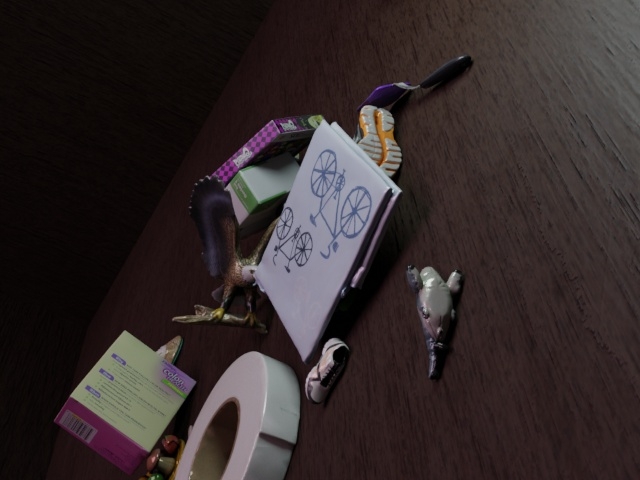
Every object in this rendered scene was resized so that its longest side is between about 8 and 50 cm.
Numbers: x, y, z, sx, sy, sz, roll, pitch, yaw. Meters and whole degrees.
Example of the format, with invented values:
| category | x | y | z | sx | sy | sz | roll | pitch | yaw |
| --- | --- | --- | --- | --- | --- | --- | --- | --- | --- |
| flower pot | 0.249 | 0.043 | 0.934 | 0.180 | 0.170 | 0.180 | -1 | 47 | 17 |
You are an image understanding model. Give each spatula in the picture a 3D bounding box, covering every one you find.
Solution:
| category | x | y | z | sx | sy | sz | roll | pitch | yaw |
| --- | --- | --- | --- | --- | --- | --- | --- | --- | --- |
| spatula | 0.168 | -0.275 | 1.545 | 0.296 | 0.084 | 0.030 | -11 | 92 | 60 |

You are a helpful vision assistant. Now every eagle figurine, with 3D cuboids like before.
| category | x | y | z | sx | sy | sz | roll | pitch | yaw |
| --- | --- | --- | --- | --- | --- | --- | --- | --- | --- |
| eagle figurine | -0.149 | 0.032 | 1.774 | 0.225 | 0.226 | 0.298 | 8 | 89 | 34 |

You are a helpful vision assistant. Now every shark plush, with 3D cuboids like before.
| category | x | y | z | sx | sy | sz | roll | pitch | yaw |
| --- | --- | --- | --- | --- | --- | --- | --- | --- | --- |
| shark plush | 0.153 | 0.102 | 1.142 | 0.067 | 0.073 | 0.161 | 108 | 154 | -56 |

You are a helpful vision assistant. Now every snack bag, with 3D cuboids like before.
| category | x | y | z | sx | sy | sz | roll | pitch | yaw |
| --- | --- | --- | --- | --- | --- | --- | --- | --- | --- |
| snack bag | 0.000 | 0.000 | 1.488 | 0.342 | 0.037 | 0.323 | -66 | 29 | 17 |

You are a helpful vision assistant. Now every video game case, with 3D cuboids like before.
| category | x | y | z | sx | sy | sz | roll | pitch | yaw |
| --- | --- | --- | --- | --- | --- | --- | --- | --- | --- |
| video game case | -0.117 | -0.196 | 1.978 | 0.232 | 0.042 | 0.210 | -38 | -10 | 31 |

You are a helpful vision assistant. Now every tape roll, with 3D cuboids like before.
| category | x | y | z | sx | sy | sz | roll | pitch | yaw |
| --- | --- | --- | --- | --- | --- | --- | --- | --- | --- |
| tape roll | -0.159 | 0.386 | 1.550 | 0.392 | 0.072 | 0.392 | -54 | 21 | 31 |

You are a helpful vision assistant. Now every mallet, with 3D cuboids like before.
| category | x | y | z | sx | sy | sz | roll | pitch | yaw |
| --- | --- | --- | --- | --- | --- | --- | --- | --- | --- |
| mallet | -0.087 | 0.001 | 1.914 | 0.062 | 0.039 | 0.189 | 137 | 149 | -58 |

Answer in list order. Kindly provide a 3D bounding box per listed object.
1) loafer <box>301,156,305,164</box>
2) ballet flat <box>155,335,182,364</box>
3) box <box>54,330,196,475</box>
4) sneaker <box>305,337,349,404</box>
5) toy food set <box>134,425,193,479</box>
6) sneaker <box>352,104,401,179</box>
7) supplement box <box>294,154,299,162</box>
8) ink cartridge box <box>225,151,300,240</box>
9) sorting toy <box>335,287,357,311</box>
| category | x | y | z | sx | sy | sz | roll | pitch | yaw |
| --- | --- | --- | --- | --- | --- | --- | --- | --- | --- |
| loafer | 0.010 | -0.064 | 1.626 | 0.109 | 0.095 | 0.302 | -56 | 20 | 26 |
| ballet flat | -0.433 | 0.342 | 2.359 | 0.073 | 0.067 | 0.206 | -31 | 38 | 60 |
| box | -0.443 | 0.369 | 2.020 | 0.117 | 0.213 | 0.243 | -51 | 5 | 38 |
| sneaker | 0.010 | 0.204 | 1.369 | 0.109 | 0.040 | 0.044 | -68 | 20 | -8 |
| toy food set | -0.359 | 0.496 | 1.952 | 0.218 | 0.071 | 0.128 | -55 | 21 | 27 |
| sneaker | 0.092 | -0.149 | 1.559 | 0.215 | 0.084 | 0.083 | -81 | 11 | -48 |
| supplement box | -0.097 | -0.193 | 2.149 | 0.083 | 0.056 | 0.083 | -55 | 21 | 28 |
| ink cartridge box | -0.152 | -0.088 | 1.993 | 0.160 | 0.092 | 0.219 | -26 | -11 | -42 |
| sorting toy | 0.022 | 0.086 | 1.484 | 0.061 | 0.042 | 0.102 | -64 | 19 | 3 |
